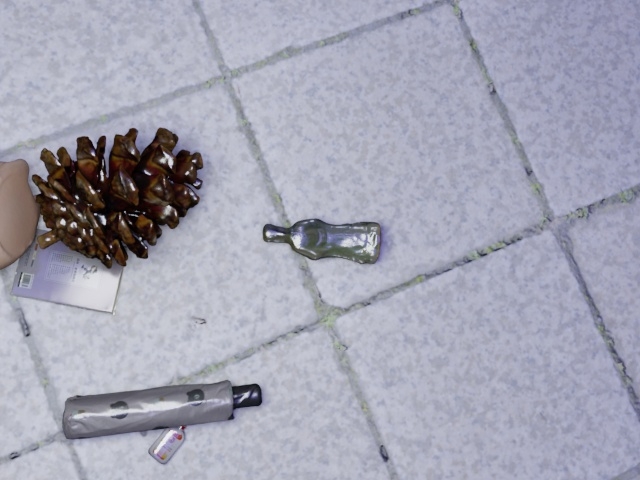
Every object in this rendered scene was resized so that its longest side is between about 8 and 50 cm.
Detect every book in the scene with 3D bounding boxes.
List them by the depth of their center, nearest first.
[{"bbox_3d":[-0.443,0.053,1.368,0.182,0.014,0.127,11,79,-7],"label":"book"}]

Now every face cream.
[{"bbox_3d":[-0.262,0.348,1.348,0.040,0.021,0.083,39,77,-3],"label":"face cream"}]

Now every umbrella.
[{"bbox_3d":[-0.269,0.287,1.332,0.337,0.067,0.073,-5,40,-10],"label":"umbrella"}]

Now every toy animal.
[{"bbox_3d":[-0.615,-0.032,1.263,0.256,0.195,0.213,-8,42,-1],"label":"toy animal"}]

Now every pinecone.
[{"bbox_3d":[-0.337,-0.083,1.298,0.309,0.244,0.244,-37,89,-28],"label":"pinecone"}]

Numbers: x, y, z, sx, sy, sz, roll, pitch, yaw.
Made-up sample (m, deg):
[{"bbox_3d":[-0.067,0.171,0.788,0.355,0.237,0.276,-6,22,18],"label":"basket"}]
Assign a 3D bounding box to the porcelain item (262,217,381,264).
[{"bbox_3d":[0.000,0.000,1.423,0.216,0.069,0.081,3,93,-10],"label":"porcelain item"}]
